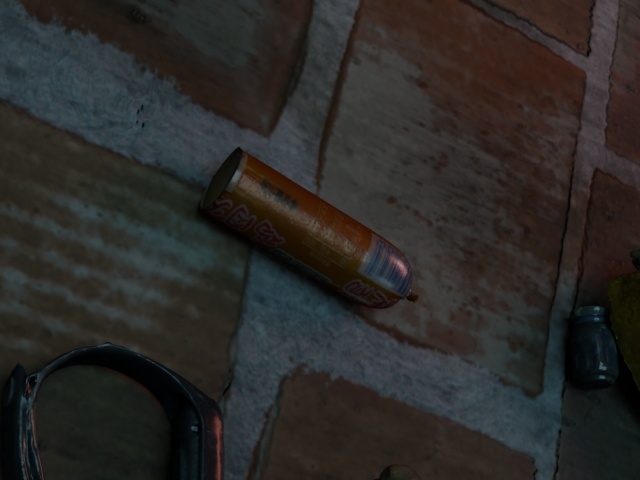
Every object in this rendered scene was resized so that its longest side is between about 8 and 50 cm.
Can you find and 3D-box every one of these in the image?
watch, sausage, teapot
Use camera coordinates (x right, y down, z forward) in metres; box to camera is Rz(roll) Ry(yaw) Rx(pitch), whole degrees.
[{"bbox_3d":[-0.174,0.192,1.272,0.193,0.068,0.206,12,63,-24],"label":"watch"},{"bbox_3d":[0.000,0.000,1.448,0.234,0.071,0.071,32,58,-18],"label":"sausage"},{"bbox_3d":[0.294,0.113,1.598,0.063,0.049,0.083,2,69,-5],"label":"teapot"}]

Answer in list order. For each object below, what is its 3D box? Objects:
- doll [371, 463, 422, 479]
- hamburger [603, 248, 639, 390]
[{"bbox_3d":[-0.002,0.296,1.251,0.256,0.152,0.196,-14,61,-49],"label":"doll"},{"bbox_3d":[0.429,0.129,1.603,0.283,0.156,0.144,62,36,-9],"label":"hamburger"}]
